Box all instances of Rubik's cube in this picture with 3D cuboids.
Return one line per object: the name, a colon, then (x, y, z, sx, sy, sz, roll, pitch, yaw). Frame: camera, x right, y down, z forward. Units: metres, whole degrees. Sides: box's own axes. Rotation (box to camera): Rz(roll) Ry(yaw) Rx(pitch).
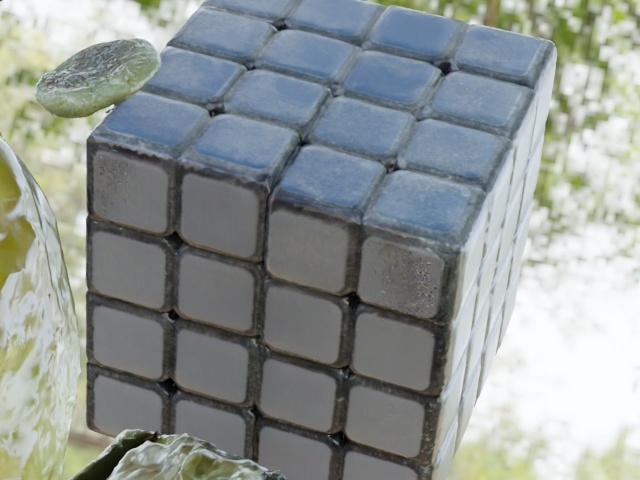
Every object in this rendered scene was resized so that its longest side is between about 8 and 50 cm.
Rubik's cube: (0.000, 0.000, 1.657, 0.337, 0.344, 0.343, 16, -50, 14)

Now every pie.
pie: (-0.139, -0.100, 1.121, 0.085, 0.085, 0.017, 5, -55, 35)

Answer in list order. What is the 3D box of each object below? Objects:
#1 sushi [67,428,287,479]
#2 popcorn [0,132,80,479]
sushi: (-0.052, 0.183, 0.871, 0.291, 0.139, 0.131, 27, -37, 42)
popcorn: (-0.188, 0.032, 0.556, 0.276, 0.225, 0.276, 46, -15, 17)
